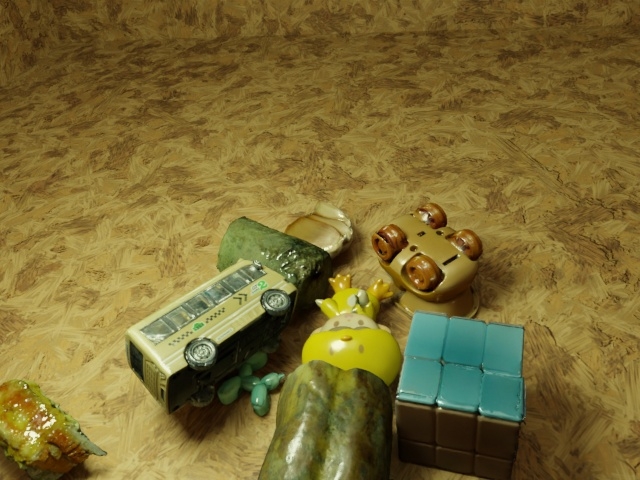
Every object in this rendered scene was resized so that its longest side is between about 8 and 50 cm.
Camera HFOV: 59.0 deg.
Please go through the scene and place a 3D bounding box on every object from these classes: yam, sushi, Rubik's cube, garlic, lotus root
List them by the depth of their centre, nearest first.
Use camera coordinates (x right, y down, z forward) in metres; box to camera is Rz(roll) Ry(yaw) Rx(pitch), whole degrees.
[{"bbox_3d":[0.005,0.407,1.031,0.251,0.250,0.346,3,40,13],"label":"lotus root"},{"bbox_3d":[0.279,0.302,1.118,0.225,0.221,0.231,6,42,17],"label":"Rubik's cube"},{"bbox_3d":[-0.592,0.405,1.181,0.274,0.184,0.139,27,56,29],"label":"sushi"},{"bbox_3d":[-0.124,0.070,1.484,0.300,0.195,0.195,22,48,32],"label":"yam"},{"bbox_3d":[0.000,0.000,1.622,0.217,0.110,0.228,-36,35,-13],"label":"garlic"}]

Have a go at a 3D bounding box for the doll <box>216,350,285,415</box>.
[{"bbox_3d":[-0.163,0.314,1.307,0.160,0.059,0.158,14,47,27],"label":"doll"}]

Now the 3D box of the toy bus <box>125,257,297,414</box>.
[{"bbox_3d":[-0.227,0.192,1.237,0.202,0.176,0.365,38,47,23],"label":"toy bus"}]

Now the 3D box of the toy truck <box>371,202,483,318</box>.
[{"bbox_3d":[0.271,0.060,1.419,0.204,0.211,0.288,-28,47,-23],"label":"toy truck"}]

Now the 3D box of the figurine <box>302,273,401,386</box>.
[{"bbox_3d":[0.080,0.212,1.299,0.215,0.187,0.343,-7,31,16],"label":"figurine"}]

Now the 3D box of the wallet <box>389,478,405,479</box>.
[{"bbox_3d":[0.217,0.542,0.967,0.263,0.071,0.220,9,41,9],"label":"wallet"}]
